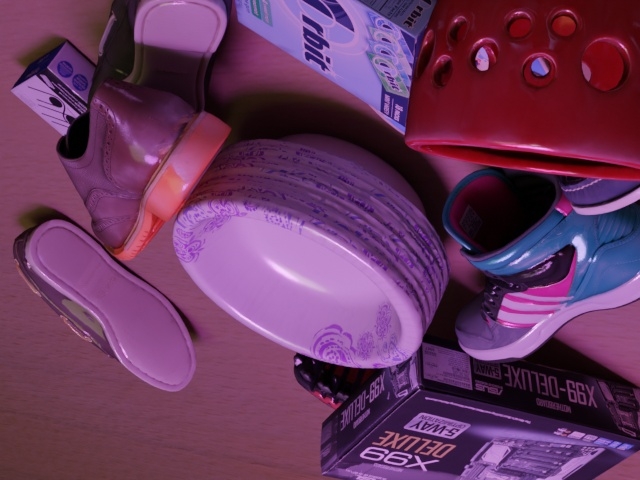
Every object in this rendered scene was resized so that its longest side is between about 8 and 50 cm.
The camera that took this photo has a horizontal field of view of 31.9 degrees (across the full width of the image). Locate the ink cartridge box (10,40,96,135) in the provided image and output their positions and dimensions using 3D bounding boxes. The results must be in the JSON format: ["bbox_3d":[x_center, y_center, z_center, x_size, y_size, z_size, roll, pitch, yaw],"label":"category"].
[{"bbox_3d":[-0.243,-0.129,1.278,0.207,0.046,0.097,42,148,-25],"label":"ink cartridge box"}]

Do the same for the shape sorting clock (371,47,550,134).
[{"bbox_3d":[0.110,-0.142,0.984,0.206,0.040,0.206,20,149,12],"label":"shape sorting clock"}]

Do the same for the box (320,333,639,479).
[{"bbox_3d":[0.186,0.226,1.320,0.307,0.077,0.242,16,140,-21],"label":"box"}]

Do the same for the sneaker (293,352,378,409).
[{"bbox_3d":[0.091,0.223,1.510,0.276,0.098,0.135,18,147,13],"label":"sneaker"}]

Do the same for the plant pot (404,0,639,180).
[{"bbox_3d":[0.161,-0.136,0.776,0.191,0.174,0.191,6,180,0],"label":"plant pot"}]

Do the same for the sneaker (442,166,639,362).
[{"bbox_3d":[0.181,0.019,1.091,0.178,0.124,0.295,31,143,-16],"label":"sneaker"}]

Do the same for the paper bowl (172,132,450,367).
[{"bbox_3d":[0.000,0.000,1.180,0.284,0.148,0.284,22,150,13],"label":"paper bowl"}]

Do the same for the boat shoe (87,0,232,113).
[{"bbox_3d":[-0.155,-0.191,1.089,0.112,0.096,0.335,7,159,-18],"label":"boat shoe"}]

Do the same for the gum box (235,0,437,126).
[{"bbox_3d":[0.009,-0.187,0.920,0.184,0.041,0.157,35,164,13],"label":"gum box"}]

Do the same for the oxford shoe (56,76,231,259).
[{"bbox_3d":[-0.196,-0.078,1.140,0.132,0.130,0.363,35,157,-9],"label":"oxford shoe"}]

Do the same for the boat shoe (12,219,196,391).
[{"bbox_3d":[-0.312,0.099,1.626,0.324,0.117,0.096,47,150,-24],"label":"boat shoe"}]

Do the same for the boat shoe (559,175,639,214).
[{"bbox_3d":[0.265,-0.100,0.872,0.079,0.095,0.254,33,148,-13],"label":"boat shoe"}]
